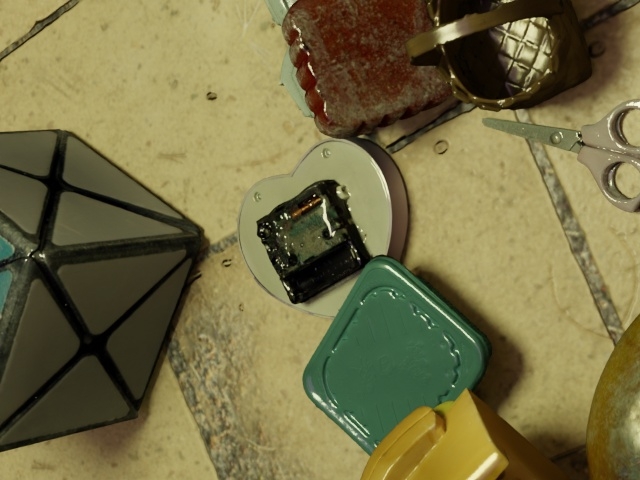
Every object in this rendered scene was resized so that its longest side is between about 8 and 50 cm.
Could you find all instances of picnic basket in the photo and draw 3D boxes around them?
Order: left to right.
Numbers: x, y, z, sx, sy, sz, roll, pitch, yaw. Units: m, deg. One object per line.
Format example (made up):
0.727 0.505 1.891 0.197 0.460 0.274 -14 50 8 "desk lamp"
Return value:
0.145 -0.181 1.398 0.128 0.178 0.137 -24 82 36 "picnic basket"

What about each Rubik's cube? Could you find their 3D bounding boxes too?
-0.318 0.046 1.732 0.260 0.255 0.259 32 114 30 "Rubik's cube"

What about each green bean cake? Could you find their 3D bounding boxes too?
0.043 -0.170 1.511 0.056 0.135 0.135 143 108 -73 "green bean cake"

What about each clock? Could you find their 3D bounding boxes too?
0.000 0.000 1.606 0.198 0.064 0.172 -31 77 37 "clock"
0.098 0.313 1.419 0.244 0.200 0.317 43 93 -12 "clock"

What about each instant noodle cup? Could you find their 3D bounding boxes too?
0.081 0.118 1.557 0.157 0.070 0.179 42 118 24 "instant noodle cup"

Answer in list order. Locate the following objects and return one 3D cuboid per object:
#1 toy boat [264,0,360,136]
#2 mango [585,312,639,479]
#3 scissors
-0.022 -0.217 1.583 0.085 0.078 0.260 -28 81 22 "toy boat"
0.329 0.117 1.331 0.193 0.146 0.316 25 97 31 "mango"
0.224 -0.088 1.458 0.189 0.015 0.100 17 105 37 "scissors"
